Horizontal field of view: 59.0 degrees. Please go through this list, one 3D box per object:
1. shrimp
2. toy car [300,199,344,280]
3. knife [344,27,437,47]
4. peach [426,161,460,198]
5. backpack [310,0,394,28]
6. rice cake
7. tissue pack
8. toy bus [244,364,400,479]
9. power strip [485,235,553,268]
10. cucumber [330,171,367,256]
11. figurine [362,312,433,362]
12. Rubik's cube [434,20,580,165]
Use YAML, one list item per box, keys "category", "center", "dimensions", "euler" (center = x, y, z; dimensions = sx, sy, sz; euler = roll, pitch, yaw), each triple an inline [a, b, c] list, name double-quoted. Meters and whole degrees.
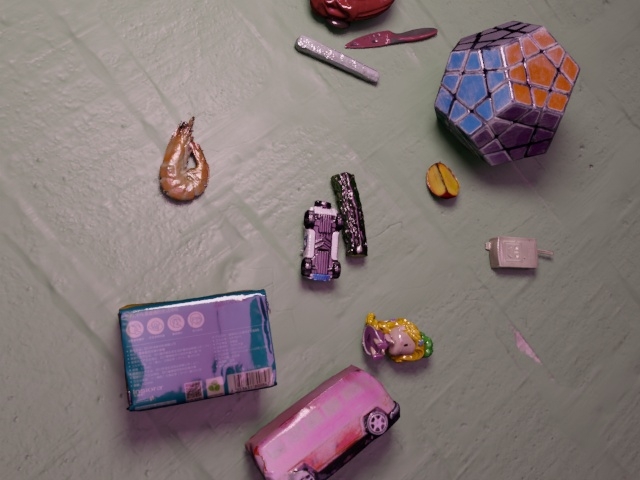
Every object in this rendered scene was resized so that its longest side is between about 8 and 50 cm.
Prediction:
- category: "shrimp"
  center: [-0.271, -0.167, 1.151]
  dimensions: [0.099, 0.041, 0.180]
  euler: [10, 79, -17]
- category: "toy car"
  center: [0.000, 0.000, 1.194]
  dimensions: [0.080, 0.070, 0.170]
  euler: [5, 83, -16]
- category: "knife"
  center: [0.170, -0.483, 1.343]
  dimensions: [0.248, 0.018, 0.035]
  euler: [-14, 89, -17]
- category: "peach"
  center: [0.278, -0.135, 1.308]
  dimensions: [0.083, 0.050, 0.077]
  euler: [45, 49, -16]
- category: "backpack"
  center: [0.077, -0.595, 1.265]
  dimensions: [0.229, 0.139, 0.229]
  euler: [2, 82, -12]
- category: "rice cake"
  center: [0.040, -0.410, 1.285]
  dimensions: [0.208, 0.033, 0.033]
  euler: [20, 87, -15]
- category: "tissue pack"
  center: [-0.233, 0.200, 1.061]
  dimensions: [0.271, 0.134, 0.192]
  euler: [-5, 83, -18]
- category: "toy bus"
  center: [0.007, 0.373, 1.113]
  dimensions: [0.303, 0.127, 0.147]
  euler: [-34, 90, -18]
- category: "power strip"
  center: [0.481, 0.031, 1.352]
  dimensions: [0.175, 0.042, 0.075]
  euler: [2, 80, -17]
- category: "cucumber"
  center: [0.067, -0.054, 1.231]
  dimensions: [0.058, 0.058, 0.187]
  euler: [-10, 86, -18]
- category: "figurine"
  center: [0.166, 0.202, 1.217]
  dimensions: [0.156, 0.094, 0.114]
  euler: [4, 42, -21]
- category: "Rubik's cube"
  center: [0.408, -0.327, 1.262]
  dimensions: [0.264, 0.319, 0.318]
  euler: [-8, 84, -43]
